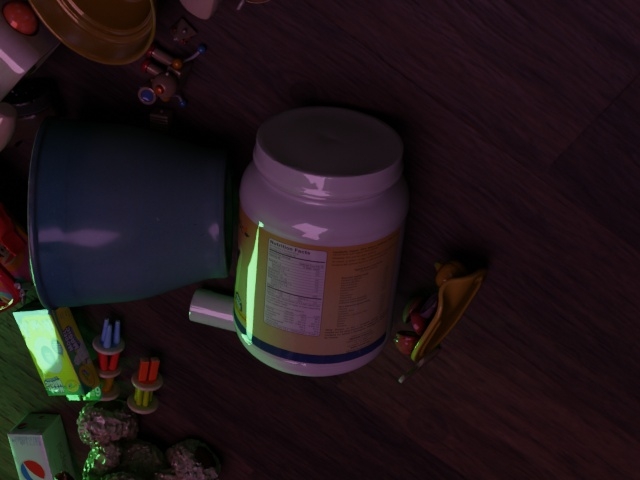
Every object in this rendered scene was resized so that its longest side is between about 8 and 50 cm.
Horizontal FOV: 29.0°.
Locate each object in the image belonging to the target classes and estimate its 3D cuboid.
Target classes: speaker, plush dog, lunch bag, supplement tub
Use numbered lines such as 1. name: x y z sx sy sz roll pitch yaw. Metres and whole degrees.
1. speaker: -0.131 0.113 1.894 0.136 0.055 0.055 13 124 10
2. plush dog: -0.327 0.423 2.046 0.262 0.225 0.210 30 125 -2
3. lunch bag: -0.551 -0.019 1.866 0.258 0.120 0.293 -20 117 48
4. supplement tub: 0.000 0.000 1.677 0.228 0.228 0.316 12 123 10

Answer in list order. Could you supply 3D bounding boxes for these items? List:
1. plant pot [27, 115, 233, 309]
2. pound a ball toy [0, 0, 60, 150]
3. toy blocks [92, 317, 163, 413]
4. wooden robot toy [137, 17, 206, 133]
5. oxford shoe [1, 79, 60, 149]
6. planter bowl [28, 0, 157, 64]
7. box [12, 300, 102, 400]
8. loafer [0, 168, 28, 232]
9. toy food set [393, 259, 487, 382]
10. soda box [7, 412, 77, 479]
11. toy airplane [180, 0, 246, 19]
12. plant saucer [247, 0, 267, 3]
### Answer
1. plant pot: -0.252 -0.039 1.729 0.255 0.271 0.271 0 122 -1
2. pound a ball toy: -0.483 -0.295 1.657 0.319 0.208 0.136 44 124 -11
3. toy blocks: -0.312 0.200 2.006 0.123 0.054 0.148 17 124 8
4. wooden robot toy: -0.219 -0.217 1.701 0.076 0.079 0.173 25 125 1
5. oxford shoe: -0.485 -0.170 1.815 0.227 0.082 0.096 0 131 22
6. planter bowl: -0.284 -0.346 1.621 0.217 0.090 0.217 19 137 19
7. box: -0.423 0.185 2.005 0.105 0.043 0.179 -8 110 43
8. loafer: -0.489 -0.068 1.900 0.170 0.062 0.061 46 145 -9
9. toy food set: 0.154 0.101 1.766 0.071 0.128 0.218 40 131 16
10. soda box: -0.476 0.412 2.163 0.069 0.074 0.216 -1 113 18
11. toy airplane: -0.114 -0.466 1.434 0.386 0.272 0.384 -4 110 59
12. plant saucer: -0.086 -0.351 1.614 0.083 0.015 0.083 8 122 13
